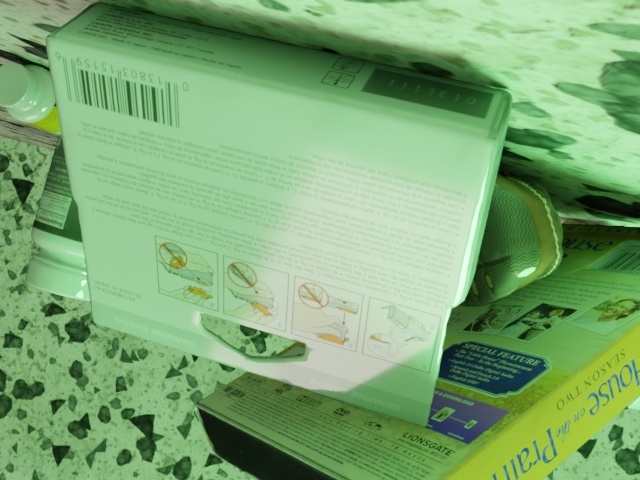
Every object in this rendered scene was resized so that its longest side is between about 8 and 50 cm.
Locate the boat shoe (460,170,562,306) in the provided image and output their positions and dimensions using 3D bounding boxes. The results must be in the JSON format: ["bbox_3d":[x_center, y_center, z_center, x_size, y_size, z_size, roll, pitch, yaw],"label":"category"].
[{"bbox_3d":[0.148,-0.018,0.707,0.116,0.123,0.324,-11,-175,-4],"label":"boat shoe"}]

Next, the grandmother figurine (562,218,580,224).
[{"bbox_3d":[0.429,0.067,0.974,0.342,0.104,0.208,18,-162,-21],"label":"grandmother figurine"}]

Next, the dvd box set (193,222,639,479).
[{"bbox_3d":[0.134,0.096,0.727,0.420,0.062,0.307,-28,-162,-30],"label":"dvd box set"}]

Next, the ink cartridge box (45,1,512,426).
[{"bbox_3d":[-0.034,-0.011,0.542,0.275,0.239,0.060,15,-139,13],"label":"ink cartridge box"}]

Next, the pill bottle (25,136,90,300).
[{"bbox_3d":[-0.370,-0.052,1.322,0.161,0.283,0.161,15,179,0],"label":"pill bottle"}]

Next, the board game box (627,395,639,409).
[{"bbox_3d":[0.483,0.138,1.127,0.303,0.097,0.224,17,-147,-34],"label":"board game box"}]

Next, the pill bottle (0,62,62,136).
[{"bbox_3d":[-0.311,-0.158,0.909,0.065,0.065,0.116,15,179,16],"label":"pill bottle"}]
